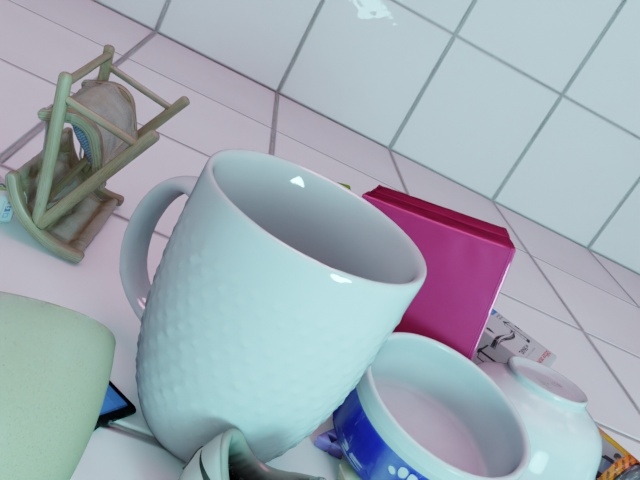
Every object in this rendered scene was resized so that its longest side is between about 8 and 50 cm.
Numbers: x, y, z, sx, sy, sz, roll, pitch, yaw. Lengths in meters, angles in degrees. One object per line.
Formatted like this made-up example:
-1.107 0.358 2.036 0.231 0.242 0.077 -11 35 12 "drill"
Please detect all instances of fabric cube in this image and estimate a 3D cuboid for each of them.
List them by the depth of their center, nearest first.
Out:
0.169 0.066 1.215 0.258 0.254 0.259 20 12 8 "fabric cube"

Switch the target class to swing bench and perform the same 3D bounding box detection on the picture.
-0.360 -0.143 1.087 0.165 0.255 0.253 34 19 -15 "swing bench"

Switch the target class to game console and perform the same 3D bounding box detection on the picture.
-0.279 0.156 0.798 0.122 0.107 0.071 37 51 20 "game console"

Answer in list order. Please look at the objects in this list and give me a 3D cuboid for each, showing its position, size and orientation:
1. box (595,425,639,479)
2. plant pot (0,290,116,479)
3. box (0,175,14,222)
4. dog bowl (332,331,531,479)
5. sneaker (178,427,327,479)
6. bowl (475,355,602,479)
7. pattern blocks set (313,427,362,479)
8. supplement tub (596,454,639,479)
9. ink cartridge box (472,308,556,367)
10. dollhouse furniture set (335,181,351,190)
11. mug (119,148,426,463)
0.510 0.397 1.242 0.136 0.081 0.028 40 24 26 "box"
-0.311 0.163 0.526 0.284 0.284 0.191 14 61 -34 "plant pot"
-0.627 -0.102 0.950 0.232 0.058 0.322 40 22 24 "box"
0.153 0.257 0.962 0.264 0.104 0.265 24 27 -13 "dog bowl"
-0.008 0.320 0.676 0.330 0.146 0.122 35 21 11 "sneaker"
0.353 0.288 1.153 0.297 0.134 0.298 23 14 -6 "bowl"
0.105 0.364 0.876 0.285 0.026 0.325 9 29 -41 "pattern blocks set"
0.548 0.453 1.115 0.117 0.117 0.190 9 29 -42 "supplement tub"
0.379 0.229 1.442 0.203 0.086 0.148 37 22 20 "ink cartridge box"
0.000 0.000 1.505 0.197 0.151 0.301 17 32 27 "dollhouse furniture set"
-0.108 0.073 0.839 0.374 0.328 0.276 39 23 23 "mug"
